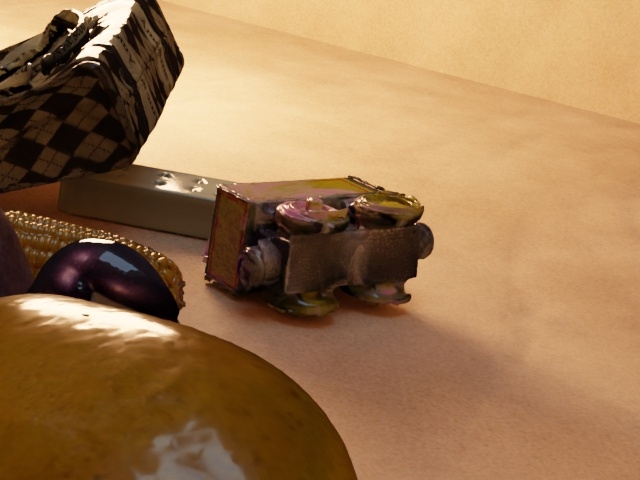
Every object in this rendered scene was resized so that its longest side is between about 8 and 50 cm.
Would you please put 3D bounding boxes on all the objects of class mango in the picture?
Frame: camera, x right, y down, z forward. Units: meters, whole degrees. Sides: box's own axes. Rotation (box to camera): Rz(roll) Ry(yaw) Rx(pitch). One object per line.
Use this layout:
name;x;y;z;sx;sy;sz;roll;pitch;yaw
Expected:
mango;-0.150;0.159;0.990;0.301;0.220;0.445;-28;37;-14

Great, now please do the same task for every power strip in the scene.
power strip;-0.133;-0.040;1.942;0.385;0.062;0.091;10;20;3

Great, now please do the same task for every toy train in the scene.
toy train;0.000;0.000;1.762;0.261;0.134;0.177;-5;22;-40

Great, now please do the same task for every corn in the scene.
corn;-0.287;0.020;1.605;0.313;0.102;0.102;11;17;7

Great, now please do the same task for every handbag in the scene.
handbag;-0.360;-0.176;1.975;0.317;0.180;0.416;-19;19;9

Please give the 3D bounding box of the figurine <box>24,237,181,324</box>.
figurine;-0.153;0.102;1.224;0.222;0.145;0.145;49;29;12

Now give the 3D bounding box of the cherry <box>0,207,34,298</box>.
cherry;-0.343;0.051;1.298;0.213;0.266;0.183;-17;13;-32
